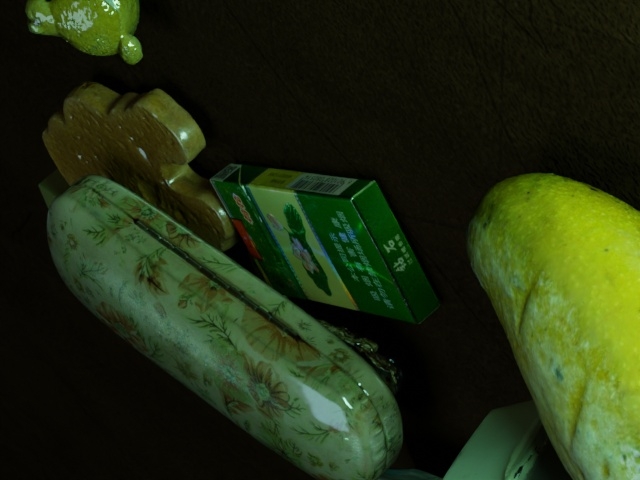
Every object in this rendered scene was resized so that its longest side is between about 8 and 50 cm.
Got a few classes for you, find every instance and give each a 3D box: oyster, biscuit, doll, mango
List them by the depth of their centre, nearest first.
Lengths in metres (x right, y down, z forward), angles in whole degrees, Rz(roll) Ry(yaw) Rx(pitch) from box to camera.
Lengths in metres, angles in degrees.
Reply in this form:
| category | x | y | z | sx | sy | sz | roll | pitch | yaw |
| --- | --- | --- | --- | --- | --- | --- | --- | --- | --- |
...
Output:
| category | x | y | z | sx | sy | sz | roll | pitch | yaw |
| --- | --- | --- | --- | --- | --- | --- | --- | --- | --- |
| mango | 0.218 | 0.086 | 1.330 | 0.176 | 0.175 | 0.329 | -36 | 70 | 36 |
| doll | -0.235 | -0.221 | 1.764 | 0.209 | 0.097 | 0.137 | 25 | 152 | 54 |
| oyster | 0.026 | 0.100 | 1.839 | 0.132 | 0.029 | 0.086 | 47 | 150 | 17 |
| biscuit | -0.177 | -0.077 | 1.927 | 0.295 | 0.044 | 0.186 | 14 | 135 | 52 |

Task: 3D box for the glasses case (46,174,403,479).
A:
| category | x | y | z | sx | sy | sz | roll | pitch | yaw |
| --- | --- | --- | --- | --- | --- | --- | --- | --- | --- |
| glasses case | -0.097 | 0.084 | 1.860 | 0.425 | 0.098 | 0.156 | 34 | 148 | 27 |

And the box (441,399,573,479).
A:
| category | x | y | z | sx | sy | sz | roll | pitch | yaw |
| --- | --- | --- | --- | --- | --- | --- | --- | --- | --- |
| box | 0.211 | 0.267 | 1.516 | 0.166 | 0.220 | 0.290 | -11 | 117 | 40 |

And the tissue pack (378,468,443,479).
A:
| category | x | y | z | sx | sy | sz | roll | pitch | yaw |
| --- | --- | --- | --- | --- | --- | --- | --- | --- | --- |
| tissue pack | 0.116 | 0.323 | 1.805 | 0.271 | 0.124 | 0.201 | 12 | 100 | 55 |

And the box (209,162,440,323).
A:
| category | x | y | z | sx | sy | sz | roll | pitch | yaw |
| --- | --- | --- | --- | --- | --- | --- | --- | --- | --- |
| box | 0.000 | 0.000 | 1.731 | 0.235 | 0.034 | 0.132 | 11 | 135 | 56 |

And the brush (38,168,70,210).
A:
| category | x | y | z | sx | sy | sz | roll | pitch | yaw |
| --- | --- | --- | --- | --- | --- | --- | --- | --- | --- |
| brush | -0.199 | 0.011 | 2.087 | 0.233 | 0.047 | 0.103 | 32 | 150 | 36 |

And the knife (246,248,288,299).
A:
| category | x | y | z | sx | sy | sz | roll | pitch | yaw |
| --- | --- | --- | --- | --- | --- | --- | --- | --- | --- |
| knife | -0.019 | 0.120 | 1.961 | 0.043 | 0.020 | 0.293 | 27 | 146 | 46 |
